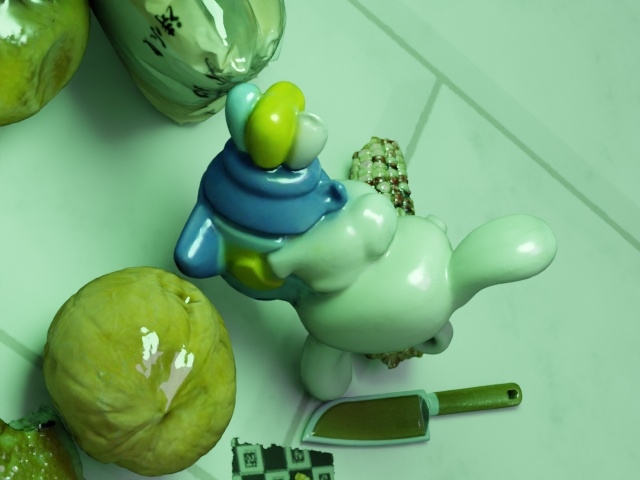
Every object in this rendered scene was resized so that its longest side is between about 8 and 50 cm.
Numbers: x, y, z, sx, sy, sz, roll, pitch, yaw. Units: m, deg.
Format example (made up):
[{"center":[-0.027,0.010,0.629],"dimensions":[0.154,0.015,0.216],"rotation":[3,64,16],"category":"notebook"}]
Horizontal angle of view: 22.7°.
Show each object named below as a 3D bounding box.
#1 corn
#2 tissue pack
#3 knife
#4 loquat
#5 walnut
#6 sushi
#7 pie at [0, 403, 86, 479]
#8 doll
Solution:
[{"center":[0.074,0.012,1.868],"dimensions":[0.092,0.092,0.280],"rotation":[9,64,-35],"category":"corn"},{"center":[-0.164,-0.310,1.644],"dimensions":[0.195,0.375,0.390],"rotation":[-29,86,-4],"category":"tissue pack"},{"center":[0.115,0.204,1.860],"dimensions":[0.343,0.027,0.061],"rotation":[-1,77,-38],"category":"knife"},{"center":[-0.326,-0.212,1.573],"dimensions":[0.213,0.213,0.213],"rotation":[15,64,-33],"category":"loquat"},{"center":[-0.172,0.127,1.547],"dimensions":[0.195,0.221,0.195],"rotation":[-3,106,-11],"category":"walnut"},{"center":[-0.028,0.309,1.705],"dimensions":[0.139,0.031,0.201],"rotation":[10,67,-34],"category":"sushi"},{"center":[-0.327,0.250,1.452],"dimensions":[0.302,0.067,0.302],"rotation":[19,65,-48],"category":"pie"},{"center":[0.001,-0.005,1.628],"dimensions":[0.365,0.376,0.187],"rotation":[37,30,-17],"category":"doll"}]
